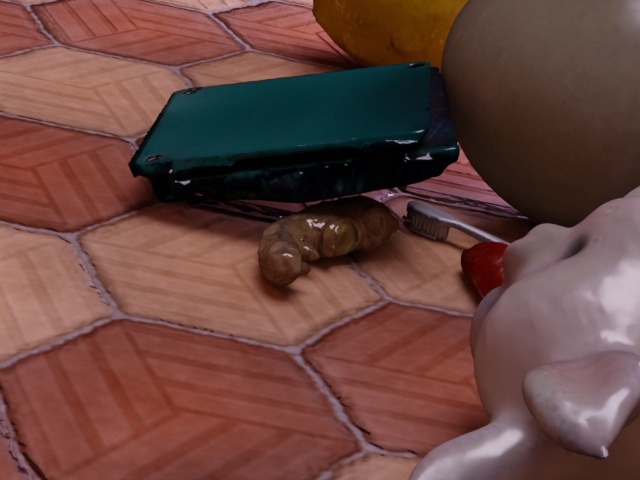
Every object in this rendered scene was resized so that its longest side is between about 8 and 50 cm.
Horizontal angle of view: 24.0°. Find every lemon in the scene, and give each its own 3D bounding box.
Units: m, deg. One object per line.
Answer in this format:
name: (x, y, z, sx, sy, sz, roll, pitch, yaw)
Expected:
lemon: (0.115, -0.289, 1.698, 0.288, 0.233, 0.233, 29, 28, 17)

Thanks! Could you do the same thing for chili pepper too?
chili pepper: (0.155, 0.040, 1.211, 0.088, 0.065, 0.169, -22, 26, -10)

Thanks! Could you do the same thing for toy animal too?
toy animal: (0.210, 0.094, 0.957, 0.367, 0.196, 0.241, -6, 58, -42)

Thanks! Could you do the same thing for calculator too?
calculator: (-0.019, -0.093, 1.335, 0.274, 0.058, 0.248, -6, 20, 4)

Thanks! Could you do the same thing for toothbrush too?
toothbrush: (0.200, 0.029, 1.293, 0.288, 0.024, 0.021, 24, 29, 20)

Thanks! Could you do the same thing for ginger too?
ginger: (-0.004, -0.001, 1.235, 0.069, 0.051, 0.173, 19, 29, 29)

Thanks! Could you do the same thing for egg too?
egg: (0.262, -0.140, 1.374, 0.278, 0.278, 0.336, -9, 31, -39)
